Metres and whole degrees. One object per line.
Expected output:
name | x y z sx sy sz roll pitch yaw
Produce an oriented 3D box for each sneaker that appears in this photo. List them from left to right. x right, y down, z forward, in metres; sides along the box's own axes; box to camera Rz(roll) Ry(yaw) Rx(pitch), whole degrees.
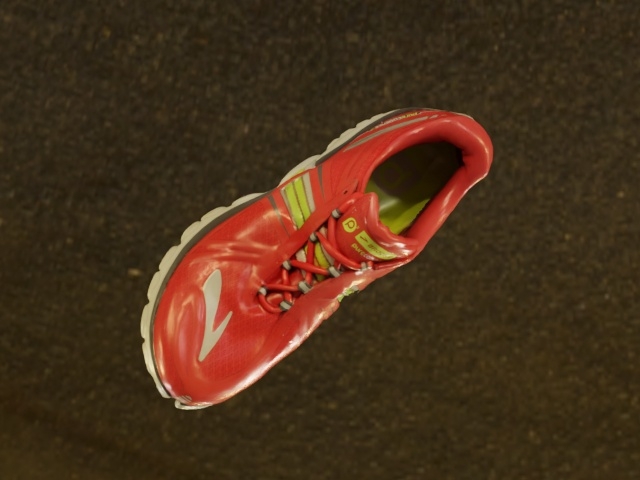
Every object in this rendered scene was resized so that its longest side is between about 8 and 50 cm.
sneaker | 0.000 0.000 0.820 0.107 0.279 0.118 52 161 -16
